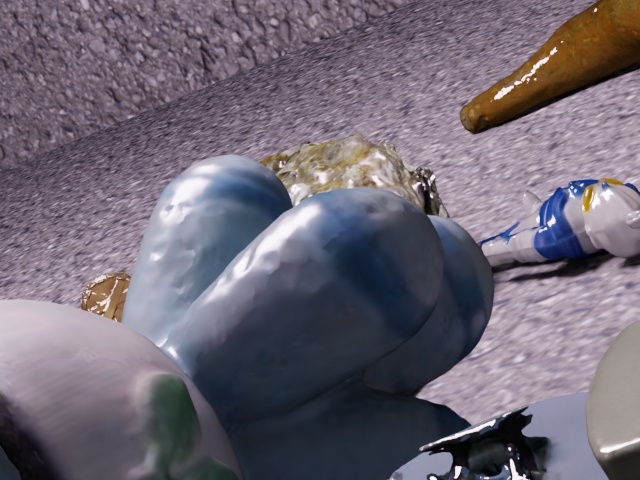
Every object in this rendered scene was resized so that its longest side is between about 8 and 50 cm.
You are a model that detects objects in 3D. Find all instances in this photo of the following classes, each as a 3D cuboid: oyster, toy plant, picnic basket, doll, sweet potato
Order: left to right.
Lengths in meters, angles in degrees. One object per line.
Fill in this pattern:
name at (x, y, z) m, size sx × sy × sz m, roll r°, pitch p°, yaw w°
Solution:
picnic basket at (-0.180, 0.070, 1.702) m, size 0.072 × 0.072 × 0.083 m, roll -27°, pitch -20°, yaw -8°
toy plant at (-0.042, 0.083, 0.945) m, size 0.332 × 0.247 × 0.247 m, roll -28°, pitch 11°, yaw -31°
oyster at (0.004, -0.003, 1.468) m, size 0.351 × 0.158 × 0.162 m, roll 9°, pitch 78°, yaw 59°
doll at (0.178, -0.016, 1.325) m, size 0.114 × 0.057 × 0.227 m, roll -25°, pitch 9°, yaw -21°
sweet potato at (0.284, -0.196, 1.845) m, size 0.346 × 0.079 × 0.108 m, roll -21°, pitch 24°, yaw 36°

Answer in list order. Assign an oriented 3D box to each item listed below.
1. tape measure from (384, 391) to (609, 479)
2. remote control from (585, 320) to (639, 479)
tape measure at (0.079, 0.135, 0.735) m, size 0.182 × 0.107 × 0.181 m, roll -26°, pitch 18°, yaw 8°
remote control at (0.225, 0.014, 0.631) m, size 0.285 × 0.038 × 0.123 m, roll -20°, pitch 13°, yaw 21°
